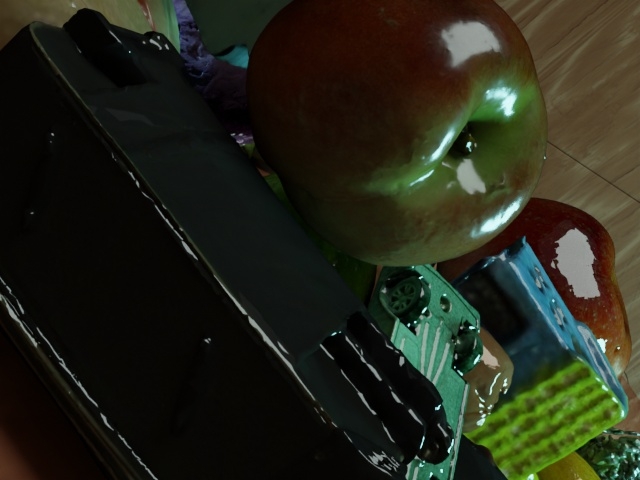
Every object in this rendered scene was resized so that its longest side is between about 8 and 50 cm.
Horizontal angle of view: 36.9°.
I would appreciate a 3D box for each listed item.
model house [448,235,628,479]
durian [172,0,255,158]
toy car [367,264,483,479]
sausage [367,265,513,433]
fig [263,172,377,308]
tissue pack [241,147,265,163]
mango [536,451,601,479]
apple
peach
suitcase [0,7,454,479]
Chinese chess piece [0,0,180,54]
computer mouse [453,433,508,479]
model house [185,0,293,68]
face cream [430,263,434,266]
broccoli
[{"bbox_3d":[0.239,0.177,1.264,0.303,0.237,0.215,55,18,1],"label":"model house"},{"bbox_3d":[-0.157,-0.197,1.160,0.260,0.154,0.186,41,-1,-27],"label":"durian"},{"bbox_3d":[0.071,0.167,0.929,0.141,0.097,0.321,42,49,-31],"label":"toy car"},{"bbox_3d":[0.087,0.092,1.117,0.304,0.121,0.121,41,13,17],"label":"sausage"},{"bbox_3d":[0.000,0.000,0.983,0.203,0.235,0.203,44,16,-16],"label":"fig"},{"bbox_3d":[-0.052,-0.189,1.413,0.234,0.125,0.159,22,35,-59],"label":"tissue pack"},{"bbox_3d":[0.358,0.367,1.403,0.262,0.109,0.157,57,21,19],"label":"mango"},{"bbox_3d":[0.342,0.100,1.537,0.348,0.276,0.349,-9,90,-72],"label":"apple"},{"bbox_3d":[0.059,-0.106,0.801,0.252,0.252,0.252,46,18,-20],"label":"peach"},{"bbox_3d":[-0.092,0.044,0.707,0.434,0.194,0.283,53,13,3],"label":"suitcase"},{"bbox_3d":[-0.258,-0.260,0.869,0.338,0.140,0.338,-19,90,-76],"label":"Chinese chess piece"},{"bbox_3d":[0.174,0.309,1.051,0.170,0.100,0.269,45,18,-31],"label":"computer mouse"},{"bbox_3d":[0.042,-0.296,1.021,0.329,0.294,0.252,14,49,-59],"label":"model house"},{"bbox_3d":[0.129,0.025,1.508,0.102,0.102,0.345,53,18,2],"label":"face cream"},{"bbox_3d":[0.454,0.380,1.664,0.198,0.177,0.275,5,7,-23],"label":"broccoli"}]
